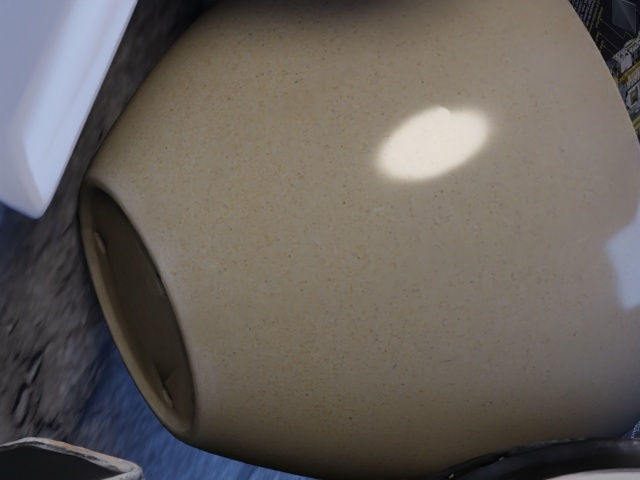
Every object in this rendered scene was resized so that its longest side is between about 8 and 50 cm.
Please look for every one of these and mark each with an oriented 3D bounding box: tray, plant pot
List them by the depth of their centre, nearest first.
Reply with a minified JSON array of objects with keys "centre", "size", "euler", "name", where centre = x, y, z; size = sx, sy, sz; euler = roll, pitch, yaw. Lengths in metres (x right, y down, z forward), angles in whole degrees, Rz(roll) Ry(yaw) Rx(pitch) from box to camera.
[{"centre":[-0.129,-0.102,0.633],"size":[0.145,0.030,0.270],"euler":[-67,164,-5],"name":"tray"},{"centre":[0.000,0.000,0.841],"size":[0.191,0.284,0.284],"euler":[-22,143,-21],"name":"plant pot"}]

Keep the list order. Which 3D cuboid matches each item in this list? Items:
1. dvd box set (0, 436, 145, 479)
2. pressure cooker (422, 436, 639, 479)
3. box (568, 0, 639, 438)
[{"centre":[-0.177,0.293,0.527],"size":[0.307,0.062,0.420],"euler":[-12,106,-46],"name":"dvd box set"},{"centre":[0.103,0.283,0.782],"size":[0.420,0.375,0.370],"euler":[121,-19,-64],"name":"pressure cooker"},{"centre":[0.186,-0.039,1.288],"size":[0.097,0.318,0.395],"euler":[-7,127,-24],"name":"box"}]
